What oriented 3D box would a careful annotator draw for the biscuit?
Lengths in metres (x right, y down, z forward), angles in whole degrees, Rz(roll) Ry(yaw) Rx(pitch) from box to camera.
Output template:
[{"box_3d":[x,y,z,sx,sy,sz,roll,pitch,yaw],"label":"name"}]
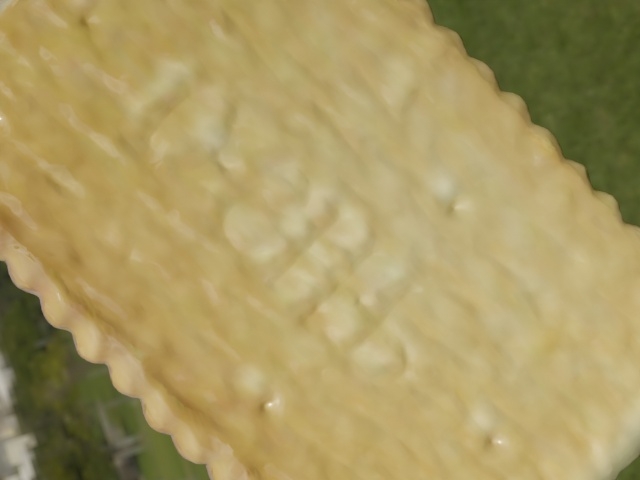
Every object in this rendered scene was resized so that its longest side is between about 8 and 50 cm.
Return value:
[{"box_3d":[0.000,0.000,0.584,0.249,0.160,0.030,45,171,-9],"label":"biscuit"}]
